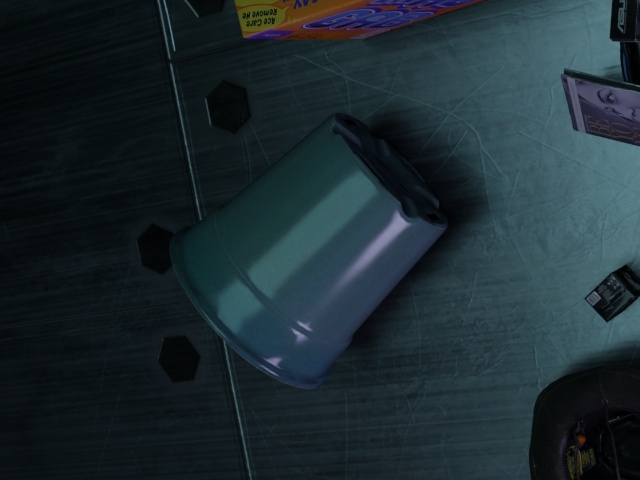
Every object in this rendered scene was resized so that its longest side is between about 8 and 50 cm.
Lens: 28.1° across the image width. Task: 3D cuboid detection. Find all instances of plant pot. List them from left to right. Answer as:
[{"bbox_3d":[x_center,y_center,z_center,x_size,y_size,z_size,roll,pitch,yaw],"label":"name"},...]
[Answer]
[{"bbox_3d":[0.000,0.000,2.023,0.334,0.341,0.341,-44,77,17],"label":"plant pot"}]

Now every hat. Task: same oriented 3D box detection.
[{"bbox_3d":[0.477,0.327,1.916,0.331,0.134,0.331,8,101,46],"label":"hat"}]

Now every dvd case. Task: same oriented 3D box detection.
[{"bbox_3d":[0.461,-0.176,1.839,0.221,0.164,0.018,18,73,24],"label":"dvd case"}]

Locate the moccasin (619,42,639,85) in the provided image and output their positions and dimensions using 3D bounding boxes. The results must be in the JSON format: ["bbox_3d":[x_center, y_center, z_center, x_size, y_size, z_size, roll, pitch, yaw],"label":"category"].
[{"bbox_3d":[0.483,-0.363,1.810,0.137,0.117,0.342,-3,99,23],"label":"moccasin"}]

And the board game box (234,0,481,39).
[{"bbox_3d":[0.083,-0.511,1.857,0.356,0.356,0.356,-12,91,31],"label":"board game box"}]

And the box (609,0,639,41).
[{"bbox_3d":[0.524,-0.373,1.724,0.060,0.270,0.216,-158,67,-66],"label":"box"}]

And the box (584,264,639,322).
[{"bbox_3d":[0.445,0.079,1.921,0.052,0.083,0.062,49,116,14],"label":"box"}]
